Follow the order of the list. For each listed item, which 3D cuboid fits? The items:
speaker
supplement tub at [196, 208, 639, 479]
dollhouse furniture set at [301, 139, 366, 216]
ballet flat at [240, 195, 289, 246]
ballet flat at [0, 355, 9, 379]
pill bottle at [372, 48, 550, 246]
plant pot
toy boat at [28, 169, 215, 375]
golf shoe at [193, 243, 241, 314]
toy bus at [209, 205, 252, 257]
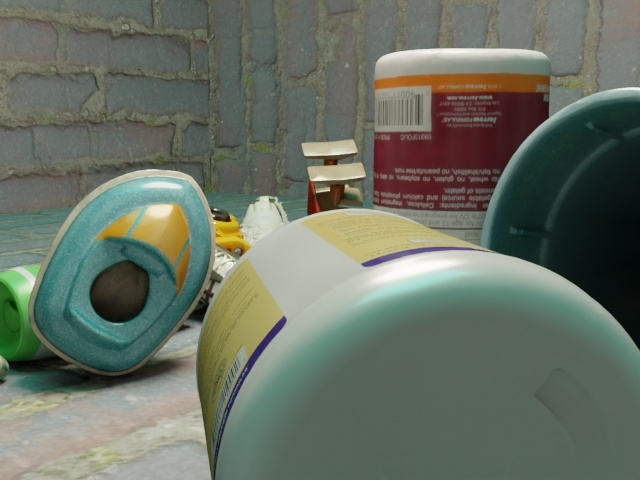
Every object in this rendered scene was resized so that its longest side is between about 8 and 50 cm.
[{"bbox_3d":[-0.313,0.083,1.101,0.131,0.131,0.296,6,10,37],"label":"speaker"},{"bbox_3d":[0.040,0.104,0.533,0.241,0.241,0.331,-2,8,-11],"label":"supplement tub"},{"bbox_3d":[0.000,0.000,1.325,0.135,0.262,0.259,-3,40,-8],"label":"dollhouse furniture set"},{"bbox_3d":[-0.146,-0.042,1.972,0.146,0.147,0.409,0,9,-2],"label":"ballet flat"},{"bbox_3d":[-0.454,0.150,0.938,0.168,0.057,0.052,5,-19,10],"label":"ballet flat"},{"bbox_3d":[0.180,-0.043,1.029,0.224,0.392,0.224,0,9,0],"label":"pill bottle"},{"bbox_3d":[0.415,0.031,0.859,0.334,0.341,0.341,4,4,-33],"label":"plant pot"},{"bbox_3d":[-0.175,0.063,0.969,0.318,0.268,0.148,31,-10,-20],"label":"toy boat"},{"bbox_3d":[-0.157,0.058,1.218,0.272,0.120,0.105,4,42,45],"label":"golf shoe"},{"bbox_3d":[-0.199,0.033,1.453,0.211,0.150,0.220,22,17,35],"label":"toy bus"}]
